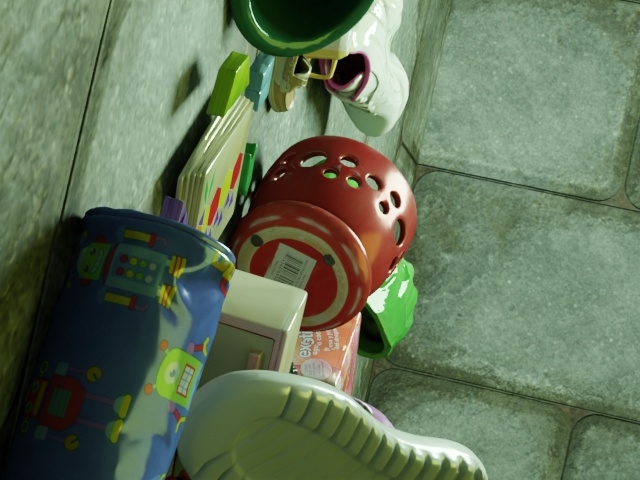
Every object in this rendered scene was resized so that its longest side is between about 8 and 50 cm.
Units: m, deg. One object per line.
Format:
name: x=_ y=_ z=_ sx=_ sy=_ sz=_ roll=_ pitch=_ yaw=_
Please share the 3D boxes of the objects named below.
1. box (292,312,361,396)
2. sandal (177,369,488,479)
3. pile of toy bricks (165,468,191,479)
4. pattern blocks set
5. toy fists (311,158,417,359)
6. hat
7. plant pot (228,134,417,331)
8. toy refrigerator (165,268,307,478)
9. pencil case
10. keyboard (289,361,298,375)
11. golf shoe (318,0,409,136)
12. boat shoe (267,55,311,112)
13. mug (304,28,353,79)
box: x=-0.047 y=0.228 z=1.766 sx=0.142 sy=0.154 sz=0.300 roll=-68 pitch=166 yaw=-51
sandal: x=0.003 y=0.209 z=1.414 sx=0.169 sy=0.102 sz=0.416 roll=-45 pitch=135 yaw=15
pile of toy bricks: x=-0.165 y=0.331 z=1.404 sx=0.105 sy=0.118 sz=0.212 roll=-21 pitch=143 yaw=-38
pattern blocks set: x=-0.110 y=-0.046 z=1.367 sx=0.325 sy=0.026 sz=0.285 roll=-61 pitch=166 yaw=-66
toy fists: x=0.045 y=0.023 z=1.935 sx=0.279 sy=0.096 sz=0.142 roll=60 pitch=41 yaw=-18
hat: x=-0.044 y=-0.310 z=1.453 sx=0.209 sy=0.183 sz=0.173 roll=-26 pitch=134 yaw=-21
plant pot: x=0.000 y=0.000 z=1.625 sx=0.174 sy=0.191 sz=0.191 roll=-61 pitch=161 yaw=-53
toy refrigerator: x=-0.097 y=0.170 z=1.456 sx=0.094 sy=0.102 sz=0.269 roll=-63 pitch=168 yaw=-60
pencil case: x=-0.153 y=0.132 z=1.047 sx=0.133 sy=0.119 sz=0.306 roll=29 pitch=71 yaw=-50
keyboard: x=-0.072 y=0.196 z=1.568 sx=0.180 sy=0.023 sz=0.108 roll=-16 pitch=-96 yaw=56
golf shoe: x=0.046 y=-0.229 z=1.923 sx=0.140 sy=0.115 sz=0.306 roll=-61 pitch=157 yaw=-29
boat shoe: x=-0.034 y=-0.194 z=1.606 sx=0.135 sy=0.045 sz=0.050 roll=90 pitch=15 yaw=-54
mug: x=0.005 y=-0.243 z=1.726 sx=0.078 sy=0.064 sz=0.062 roll=91 pitch=13 yaw=-52
